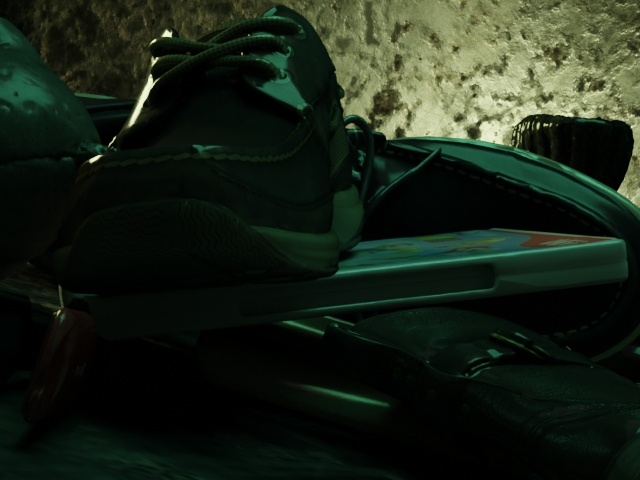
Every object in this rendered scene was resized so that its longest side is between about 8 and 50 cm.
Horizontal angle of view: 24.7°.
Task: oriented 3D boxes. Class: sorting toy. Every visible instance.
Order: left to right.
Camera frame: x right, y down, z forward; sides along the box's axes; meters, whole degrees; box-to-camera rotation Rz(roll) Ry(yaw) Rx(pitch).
[{"bbox_3d":[0.024,0.083,0.843,0.193,0.038,0.208,17,6,-2],"label":"sorting toy"}]

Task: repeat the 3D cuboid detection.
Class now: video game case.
[{"bbox_3d":[0.001,0.021,0.828,0.285,0.025,0.204,-6,3,-13],"label":"video game case"}]

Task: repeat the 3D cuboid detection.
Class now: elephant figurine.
[{"bbox_3d":[-0.257,-0.047,0.806,0.239,0.186,0.169,1,55,-45],"label":"elephant figurine"}]

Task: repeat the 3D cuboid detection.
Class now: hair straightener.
[{"bbox_3d":[-0.128,0.032,0.583,0.089,0.047,0.230,17,1,-1],"label":"hair straightener"}]

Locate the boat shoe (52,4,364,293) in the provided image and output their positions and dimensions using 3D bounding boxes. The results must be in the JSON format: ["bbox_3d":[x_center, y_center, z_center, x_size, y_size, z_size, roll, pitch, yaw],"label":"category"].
[{"bbox_3d":[-0.054,-0.047,0.729,0.132,0.130,0.355,-5,4,5],"label":"boat shoe"}]

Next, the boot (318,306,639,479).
[{"bbox_3d":[0.157,0.087,0.695,0.263,0.091,0.229,14,7,-32],"label":"boot"}]

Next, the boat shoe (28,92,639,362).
[{"bbox_3d":[0.000,0.000,1.041,0.500,0.187,0.156,12,6,1],"label":"boat shoe"}]

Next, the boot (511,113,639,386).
[{"bbox_3d":[0.237,0.019,1.272,0.131,0.260,0.348,16,1,-22],"label":"boot"}]
